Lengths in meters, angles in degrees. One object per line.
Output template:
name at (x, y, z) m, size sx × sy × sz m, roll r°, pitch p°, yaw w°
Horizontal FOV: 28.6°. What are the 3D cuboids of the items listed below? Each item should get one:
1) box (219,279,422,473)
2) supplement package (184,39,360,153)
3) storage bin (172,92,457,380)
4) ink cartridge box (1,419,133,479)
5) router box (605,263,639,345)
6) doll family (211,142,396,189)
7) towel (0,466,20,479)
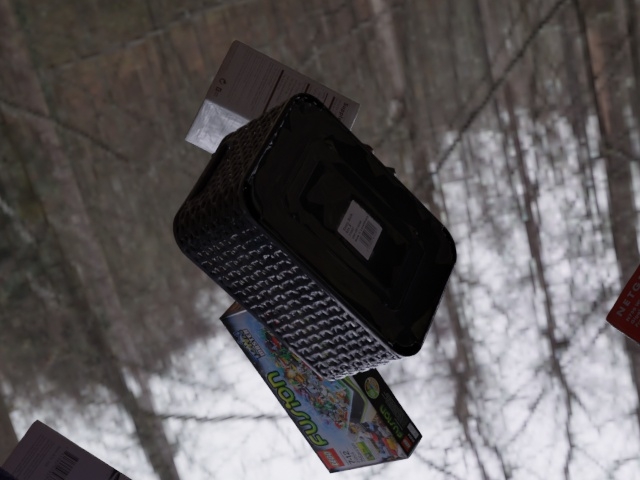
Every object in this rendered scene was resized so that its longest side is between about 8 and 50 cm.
box at (0.001, 0.136, 1.247) m, size 0.114 × 0.207 × 0.036 m, roll -22°, pitch -161°, yaw 42°
supplement package at (-0.060, -0.149, 1.571) m, size 0.105 × 0.179 × 0.105 m, roll -51°, pitch -165°, yaw 55°
storage bin at (0.000, 0.000, 0.898) m, size 0.084 × 0.180 × 0.122 m, roll -25°, pitch -151°, yaw 45°
ink cartridge box at (-0.215, 0.245, 1.093) m, size 0.150 × 0.063 × 0.109 m, roll 30°, pitch -111°, yaw 11°
router box at (0.414, 0.137, 0.875) m, size 0.335 × 0.082 × 0.301 m, roll 26°, pitch -172°, yaw -32°
doll family at (-0.015, -0.075, 1.293) m, size 0.193 × 0.076 × 0.111 m, roll 19°, pitch -149°, yaw -27°
towel at (-0.180, 0.306, 0.876) m, size 0.308 × 0.227 × 0.076 m, roll 23°, pitch -158°, yaw 23°
